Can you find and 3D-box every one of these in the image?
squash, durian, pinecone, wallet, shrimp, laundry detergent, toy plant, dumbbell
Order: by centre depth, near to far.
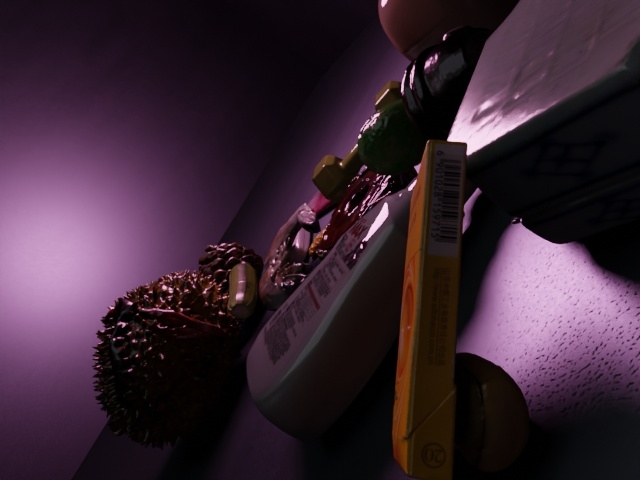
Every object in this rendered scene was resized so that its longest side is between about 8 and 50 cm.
[{"bbox_3d":[0.060,0.057,0.809,0.398,0.124,0.264,-52,13,6],"label":"laundry detergent"},{"bbox_3d":[0.180,-0.188,0.856,0.218,0.175,0.235,-16,-18,-32],"label":"toy plant"},{"bbox_3d":[-0.057,0.038,1.227,0.360,0.085,0.247,-164,93,-73],"label":"shrimp"},{"bbox_3d":[-0.332,0.246,1.263,0.384,0.347,0.347,-59,15,-25],"label":"durian"},{"bbox_3d":[-0.171,0.108,1.279,0.066,0.066,0.229,-52,16,11],"label":"squash"},{"bbox_3d":[0.106,-0.213,1.297,0.302,0.121,0.108,-47,46,28],"label":"dumbbell"},{"bbox_3d":[-0.229,0.099,1.482,0.204,0.179,0.184,21,68,43],"label":"pinecone"},{"bbox_3d":[0.016,-0.115,1.534,0.232,0.025,0.119,-33,27,58],"label":"wallet"}]

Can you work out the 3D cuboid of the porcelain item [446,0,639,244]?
[{"bbox_3d":[0.271,-0.153,0.526,0.281,0.157,0.286,-30,30,57],"label":"porcelain item"}]

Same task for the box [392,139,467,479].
[{"bbox_3d":[0.096,0.064,0.523,0.152,0.043,0.269,75,-158,-73],"label":"box"}]

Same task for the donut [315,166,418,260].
[{"bbox_3d":[0.089,-0.045,1.010,0.235,0.089,0.235,-50,14,17],"label":"donut"}]

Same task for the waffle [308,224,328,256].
[{"bbox_3d":[0.001,-0.002,1.343,0.085,0.016,0.078,-49,16,20],"label":"waffle"}]

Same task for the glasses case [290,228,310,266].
[{"bbox_3d":[-0.060,0.010,1.441,0.076,0.049,0.197,-50,17,23],"label":"glasses case"}]

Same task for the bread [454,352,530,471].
[{"bbox_3d":[0.139,0.140,0.485,0.115,0.056,0.082,118,157,-88],"label":"bread"}]

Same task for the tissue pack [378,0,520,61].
[{"bbox_3d":[0.280,-0.523,1.114,0.387,0.277,0.267,-59,12,-21],"label":"tissue pack"}]
